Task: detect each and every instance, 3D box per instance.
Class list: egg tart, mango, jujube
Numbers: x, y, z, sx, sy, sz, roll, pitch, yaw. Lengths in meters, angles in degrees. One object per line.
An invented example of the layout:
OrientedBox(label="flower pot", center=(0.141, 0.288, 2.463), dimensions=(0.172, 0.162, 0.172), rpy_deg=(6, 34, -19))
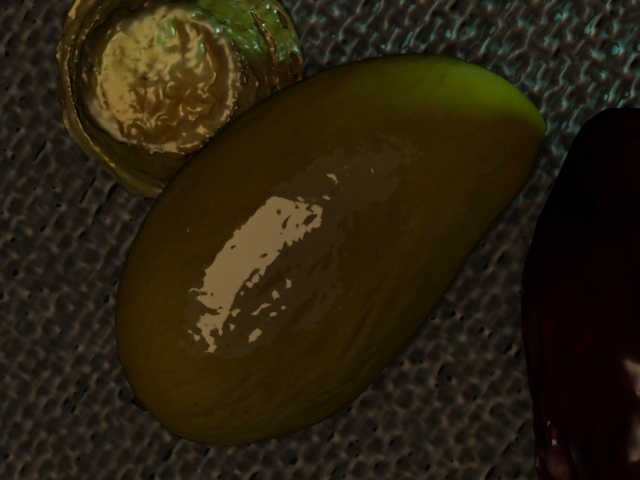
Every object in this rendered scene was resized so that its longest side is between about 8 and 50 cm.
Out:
OrientedBox(label="egg tart", center=(-0.103, -0.115, 1.128), dimensions=(0.191, 0.074, 0.191), rpy_deg=(0, 94, 8))
OrientedBox(label="mango", center=(-0.008, -0.003, 1.078), dimensions=(0.195, 0.142, 0.332), rpy_deg=(37, 93, -18))
OrientedBox(label="jujube", center=(0.250, 0.096, 0.987), dimensions=(0.258, 0.258, 0.377), rpy_deg=(-11, 93, 11))
